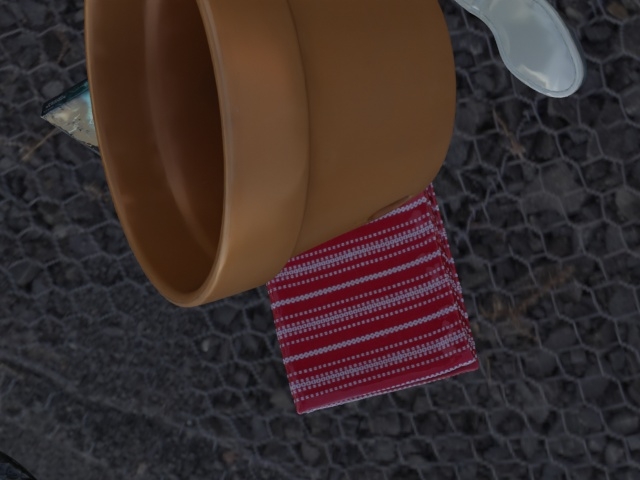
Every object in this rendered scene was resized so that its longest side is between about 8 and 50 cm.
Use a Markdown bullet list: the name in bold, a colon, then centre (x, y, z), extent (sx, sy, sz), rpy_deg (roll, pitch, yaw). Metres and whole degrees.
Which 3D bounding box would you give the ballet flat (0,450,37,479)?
- **ballet flat**: centre (-0.246, 0.216, 0.826), extent (0.173, 0.049, 0.057), rpy_deg (34, 143, 17)

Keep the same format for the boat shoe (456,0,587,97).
- **boat shoe**: centre (0.313, -0.340, 1.564), extent (0.319, 0.099, 0.116), rpy_deg (54, 132, 29)

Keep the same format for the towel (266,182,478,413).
- **towel**: centre (0.037, 0.025, 1.071), extent (0.199, 0.031, 0.274), rpy_deg (-15, 74, 6)

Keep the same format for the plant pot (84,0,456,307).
- **plant pot**: centre (-0.036, -0.112, 0.764), extent (0.203, 0.291, 0.290), rpy_deg (-12, 117, -25)

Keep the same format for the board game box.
- **board game box**: centre (-0.259, -0.151, 1.364), extent (0.126, 0.026, 0.186), rpy_deg (-23, 143, 28)
